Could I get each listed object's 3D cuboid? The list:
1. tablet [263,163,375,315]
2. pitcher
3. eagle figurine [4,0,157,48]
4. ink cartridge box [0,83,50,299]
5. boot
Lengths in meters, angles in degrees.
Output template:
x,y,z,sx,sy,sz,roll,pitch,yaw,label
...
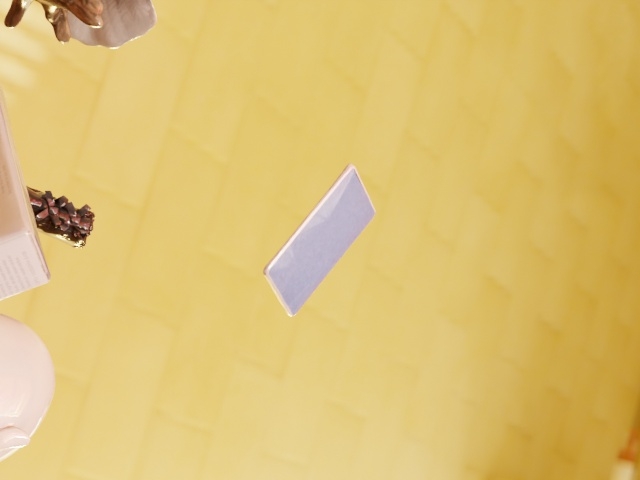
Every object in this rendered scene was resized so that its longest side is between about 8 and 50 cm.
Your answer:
x,y,z,sx,sy,sz,roll,pitch,yaw,label
0.000,0.000,1.057,0.006,0.083,0.054,29,-19,32,tablet
-0.279,0.136,1.365,0.178,0.125,0.207,31,29,25,pitcher
-0.135,-0.291,1.314,0.226,0.298,0.225,40,-19,-32,eagle figurine
-0.281,-0.011,1.070,0.224,0.045,0.223,-18,35,-5,ink cartridge box
-0.270,-0.026,1.703,0.099,0.045,0.121,23,-13,-27,boot
